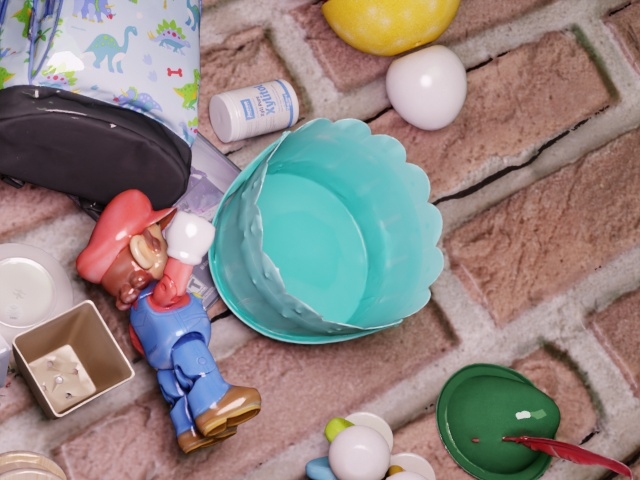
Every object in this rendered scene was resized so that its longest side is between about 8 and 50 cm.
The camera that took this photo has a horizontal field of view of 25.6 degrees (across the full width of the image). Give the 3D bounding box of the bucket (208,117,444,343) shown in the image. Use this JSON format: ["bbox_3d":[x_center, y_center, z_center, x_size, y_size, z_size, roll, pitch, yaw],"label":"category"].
[{"bbox_3d":[0.000,0.000,1.807,0.281,0.183,0.281,9,70,-26],"label":"bucket"}]

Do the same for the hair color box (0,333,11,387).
[{"bbox_3d":[-0.555,0.154,1.561,0.374,0.113,0.185,-28,72,-30],"label":"hair color box"}]

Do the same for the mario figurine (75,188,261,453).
[{"bbox_3d":[-0.160,0.078,1.694,0.320,0.198,0.170,63,21,12],"label":"mario figurine"}]

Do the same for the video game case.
[{"bbox_3d":[-0.197,-0.058,1.863,0.274,0.026,0.196,42,59,-2],"label":"video game case"}]

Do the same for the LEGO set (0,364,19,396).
[{"bbox_3d":[-0.398,0.178,1.685,0.083,0.023,0.054,-24,80,-42],"label":"LEGO set"}]

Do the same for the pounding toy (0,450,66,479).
[{"bbox_3d":[-0.355,0.312,1.573,0.154,0.155,0.269,-11,103,-17],"label":"pounding toy"}]

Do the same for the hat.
[{"bbox_3d":[0.281,0.222,1.843,0.208,0.183,0.173,22,61,-12],"label":"hat"}]

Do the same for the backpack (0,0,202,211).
[{"bbox_3d":[-0.278,-0.251,1.771,0.290,0.273,0.355,20,44,-30],"label":"backpack"}]

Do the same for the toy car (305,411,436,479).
[{"bbox_3d":[0.058,0.307,1.757,0.182,0.159,0.136,44,96,0],"label":"toy car"}]

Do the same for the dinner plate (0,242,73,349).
[{"bbox_3d":[-0.374,0.066,1.743,0.141,0.017,0.141,8,67,-18],"label":"dinner plate"}]

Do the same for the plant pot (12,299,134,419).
[{"bbox_3d":[-0.303,0.153,1.687,0.109,0.096,0.109,-28,81,-28],"label":"plant pot"}]

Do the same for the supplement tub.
[{"bbox_3d":[-0.090,-0.178,1.931,0.107,0.071,0.071,-18,76,-28],"label":"supplement tub"}]

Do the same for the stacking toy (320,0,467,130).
[{"bbox_3d":[0.091,-0.386,2.014,0.350,0.350,0.480,-23,97,-28],"label":"stacking toy"}]
